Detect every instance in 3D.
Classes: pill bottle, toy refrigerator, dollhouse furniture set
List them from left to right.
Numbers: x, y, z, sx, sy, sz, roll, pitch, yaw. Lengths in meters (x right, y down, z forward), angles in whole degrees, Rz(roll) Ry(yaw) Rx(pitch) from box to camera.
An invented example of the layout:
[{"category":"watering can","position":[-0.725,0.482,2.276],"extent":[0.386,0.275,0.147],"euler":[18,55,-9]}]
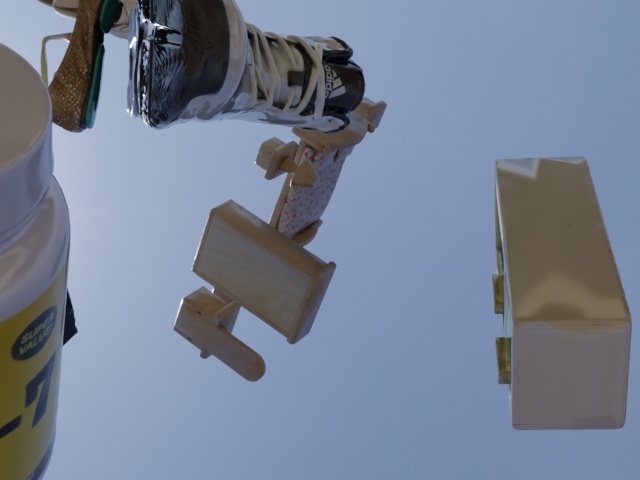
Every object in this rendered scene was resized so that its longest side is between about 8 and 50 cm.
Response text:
[{"category":"pill bottle","position":[-0.164,0.024,0.440],"extent":[0.119,0.208,0.119],"euler":[8,-137,-8]},{"category":"dollhouse furniture set","position":[0.000,0.000,1.510],"extent":[0.174,0.303,0.355],"euler":[34,-146,18]},{"category":"toy refrigerator","position":[0.189,0.033,0.901],"extent":[0.094,0.102,0.269],"euler":[-2,-150,6]}]

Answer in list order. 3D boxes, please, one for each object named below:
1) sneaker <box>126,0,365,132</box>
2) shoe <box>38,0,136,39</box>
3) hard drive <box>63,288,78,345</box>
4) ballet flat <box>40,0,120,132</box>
[{"category":"sneaker","position":[-0.061,-0.196,1.122],"extent":[0.258,0.169,0.447],"euler":[1,-174,-13]},{"category":"shoe","position":[-0.318,-0.338,1.595],"extent":[0.219,0.076,0.058],"euler":[20,-148,-12]},{"category":"hard drive","position":[-0.431,-0.026,1.222],"extent":[0.339,0.236,0.064],"euler":[27,-127,23]},{"category":"ballet flat","position":[-0.246,-0.214,1.100],"extent":[0.067,0.073,0.206],"euler":[12,-100,-3]}]
